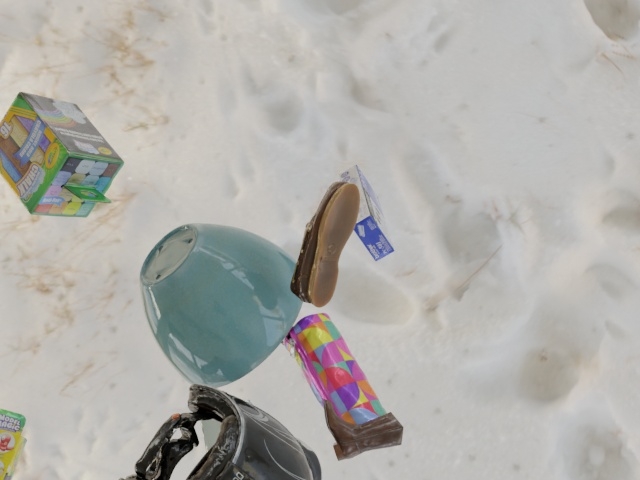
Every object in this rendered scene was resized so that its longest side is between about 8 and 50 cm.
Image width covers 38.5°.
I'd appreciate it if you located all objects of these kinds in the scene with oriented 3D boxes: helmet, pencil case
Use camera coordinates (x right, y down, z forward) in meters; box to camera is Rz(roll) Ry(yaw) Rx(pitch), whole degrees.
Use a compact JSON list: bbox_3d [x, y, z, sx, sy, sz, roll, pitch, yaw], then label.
[{"bbox_3d":[-0.087,0.229,0.851,0.169,0.169,0.161,-16,133,22],"label":"helmet"},{"bbox_3d":[0.020,0.235,1.565,0.104,0.104,0.236,-44,63,20],"label":"pencil case"}]

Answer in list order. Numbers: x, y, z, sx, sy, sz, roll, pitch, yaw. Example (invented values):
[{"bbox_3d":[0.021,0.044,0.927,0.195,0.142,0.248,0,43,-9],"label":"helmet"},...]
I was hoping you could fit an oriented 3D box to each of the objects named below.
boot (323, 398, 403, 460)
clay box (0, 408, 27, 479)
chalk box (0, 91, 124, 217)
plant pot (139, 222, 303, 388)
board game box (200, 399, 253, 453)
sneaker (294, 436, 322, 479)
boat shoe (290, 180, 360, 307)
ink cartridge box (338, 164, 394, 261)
[{"bbox_3d":[0.068,0.284,1.439,0.114,0.037,0.106,-17,98,3],"label":"boot"},{"bbox_3d":[-0.557,0.371,1.445,0.127,0.053,0.222,16,65,2],"label":"clay box"},{"bbox_3d":[-0.431,-0.123,1.520,0.213,0.132,0.132,48,111,24],"label":"chalk box"},{"bbox_3d":[-0.199,0.083,1.586,0.290,0.290,0.195,-30,124,22],"label":"plant pot"},{"bbox_3d":[-0.083,0.436,1.522,0.097,0.303,0.224,-23,51,7],"label":"board game box"},{"bbox_3d":[-0.055,0.295,1.159,0.235,0.097,0.084,-15,59,52],"label":"sneaker"},{"bbox_3d":[0.000,0.000,1.453,0.073,0.073,0.207,27,102,44],"label":"boat shoe"},{"bbox_3d":[0.087,-0.057,1.777,0.046,0.207,0.097,-30,120,11],"label":"ink cartridge box"}]
